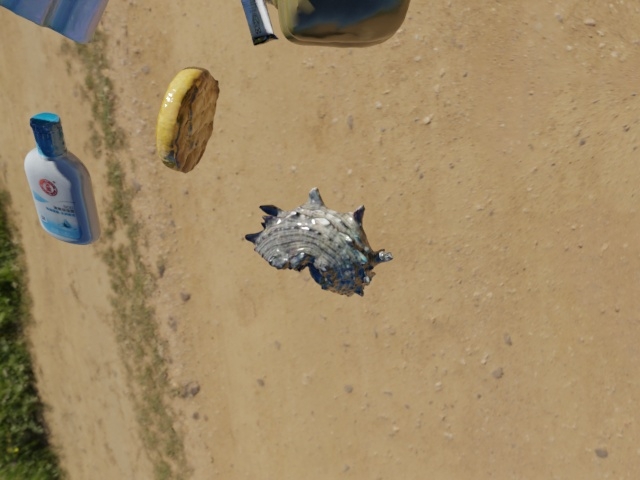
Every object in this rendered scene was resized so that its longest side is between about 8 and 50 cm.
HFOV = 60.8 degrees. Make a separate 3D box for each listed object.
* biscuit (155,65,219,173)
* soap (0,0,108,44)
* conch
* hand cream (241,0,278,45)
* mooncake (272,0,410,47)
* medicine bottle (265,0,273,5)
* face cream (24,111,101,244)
[{"bbox_3d":[-0.373,-0.336,1.515,0.102,0.296,0.296,16,114,3],"label":"biscuit"},{"bbox_3d":[-0.251,-0.362,0.514,0.289,0.173,0.095,-57,45,17],"label":"soap"},{"bbox_3d":[-0.003,0.011,1.179,0.313,0.186,0.240,16,159,1],"label":"conch"},{"bbox_3d":[-0.167,-0.598,1.186,0.121,0.076,0.336,29,139,58],"label":"hand cream"},{"bbox_3d":[0.007,-0.494,0.862,0.378,0.201,0.378,173,90,-79],"label":"mooncake"},{"bbox_3d":[-0.035,-0.613,1.309,0.252,0.144,0.144,18,116,0],"label":"medicine bottle"},{"bbox_3d":[-0.609,-0.138,1.278,0.163,0.080,0.336,18,133,7],"label":"face cream"}]
